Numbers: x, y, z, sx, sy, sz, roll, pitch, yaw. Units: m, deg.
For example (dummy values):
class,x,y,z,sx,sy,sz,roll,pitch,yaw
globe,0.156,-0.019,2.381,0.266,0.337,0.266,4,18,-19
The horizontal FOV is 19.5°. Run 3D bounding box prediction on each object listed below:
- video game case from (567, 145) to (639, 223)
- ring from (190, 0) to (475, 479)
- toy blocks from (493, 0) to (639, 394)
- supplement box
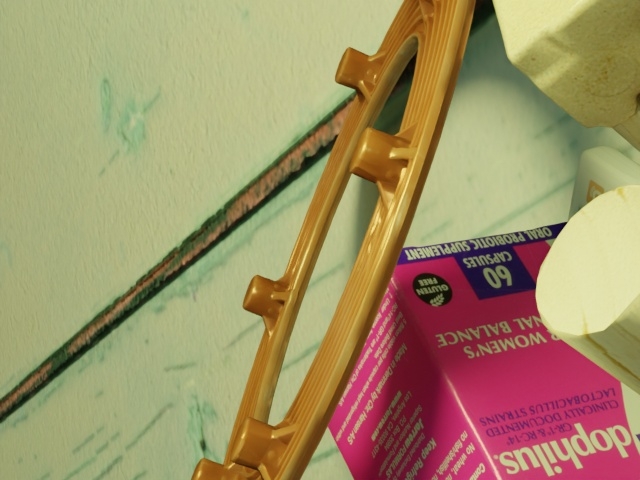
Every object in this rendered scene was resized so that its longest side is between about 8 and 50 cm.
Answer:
class,x,y,z,sx,sy,sz,roll,pitch,yaw
video game case,0.162,0.084,0.856,0.183,0.023,0.201,42,134,49
ring,0.000,0.000,0.916,0.336,0.032,0.336,-158,90,-83
toy blocks,0.226,-0.077,0.537,0.288,0.260,0.309,-40,33,26
supplement box,0.098,0.113,0.840,0.220,0.111,0.114,63,146,29
